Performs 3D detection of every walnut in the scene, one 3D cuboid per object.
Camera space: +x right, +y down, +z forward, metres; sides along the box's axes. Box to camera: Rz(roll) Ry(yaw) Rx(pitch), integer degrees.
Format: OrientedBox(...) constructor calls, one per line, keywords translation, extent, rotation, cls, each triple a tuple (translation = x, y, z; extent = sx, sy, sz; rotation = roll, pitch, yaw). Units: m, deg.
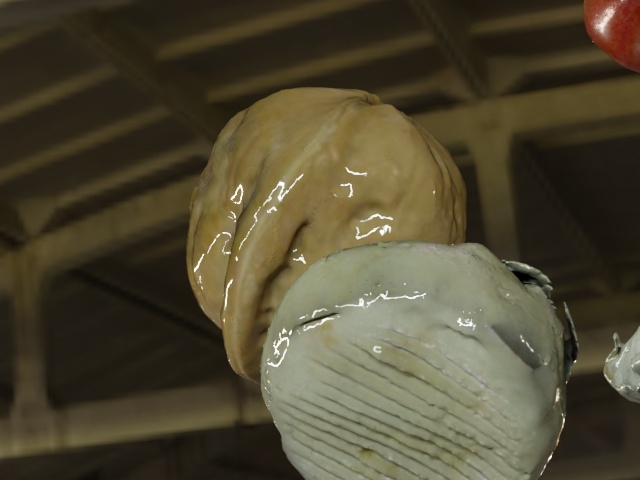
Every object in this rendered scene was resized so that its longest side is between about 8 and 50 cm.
OrientedBox(translation=(0.000, -0.015, 2.141), extent=(0.384, 0.383, 0.383), rotation=(-6, -15, -2), cls="walnut")

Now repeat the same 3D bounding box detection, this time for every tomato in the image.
OrientedBox(translation=(0.352, -0.251, 1.699), extent=(0.167, 0.167, 0.167), rotation=(-6, -15, -2), cls="tomato")

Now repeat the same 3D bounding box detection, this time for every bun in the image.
OrientedBox(translation=(0.074, 0.091, 1.232), extent=(0.239, 0.141, 0.239), rotation=(4, -51, 5), cls="bun")

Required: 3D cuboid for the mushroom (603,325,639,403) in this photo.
OrientedBox(translation=(0.407, 0.137, 1.613), extent=(0.278, 0.099, 0.096), rotation=(12, -45, 30), cls="mushroom")
